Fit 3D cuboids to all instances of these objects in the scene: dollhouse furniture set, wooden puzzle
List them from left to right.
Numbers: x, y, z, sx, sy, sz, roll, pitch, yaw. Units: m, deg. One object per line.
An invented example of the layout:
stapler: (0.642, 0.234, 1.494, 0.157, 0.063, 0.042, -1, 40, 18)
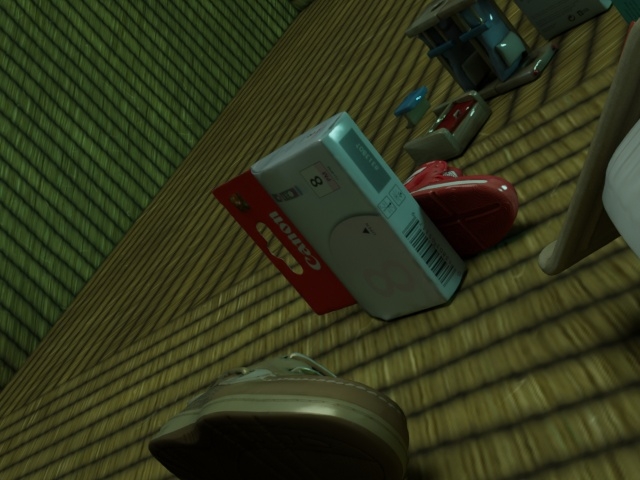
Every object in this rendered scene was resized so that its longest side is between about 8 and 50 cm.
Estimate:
dollhouse furniture set: (0.165, -0.205, 1.160, 0.129, 0.129, 0.183, -18, 29, 55)
wooden puzzle: (0.233, -0.094, 0.570, 0.221, 0.044, 0.238, -28, -27, -20)

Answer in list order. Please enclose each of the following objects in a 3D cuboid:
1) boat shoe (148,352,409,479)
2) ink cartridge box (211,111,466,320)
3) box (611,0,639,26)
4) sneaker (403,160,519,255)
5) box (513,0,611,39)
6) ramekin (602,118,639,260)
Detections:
boat shoe: (-0.034, 0.140, 0.787, 0.341, 0.121, 0.110, -20, 29, 56)
ink cartridge box: (0.000, 0.000, 0.937, 0.232, 0.189, 0.066, -26, 19, 46)
box: (0.402, -0.291, 0.945, 0.100, 0.060, 0.244, -51, 18, -26)
sneaker: (0.122, -0.048, 0.953, 0.221, 0.087, 0.128, -18, 31, 53)
box: (0.298, -0.322, 1.193, 0.101, 0.102, 0.087, -21, 29, 52)
ramekin: (0.218, 0.000, 0.416, 0.109, 0.207, 0.207, -47, 14, 21)
